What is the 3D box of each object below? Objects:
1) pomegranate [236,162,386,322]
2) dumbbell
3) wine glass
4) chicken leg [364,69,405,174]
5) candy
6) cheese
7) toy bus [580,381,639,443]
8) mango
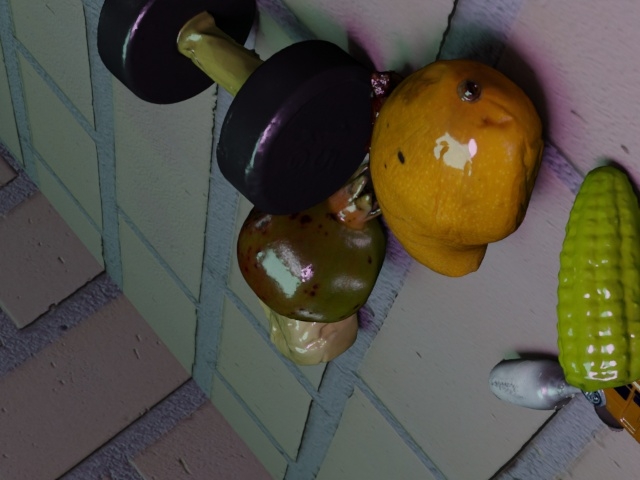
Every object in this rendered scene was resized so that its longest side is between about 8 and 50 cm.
[{"bbox_3d":[0.006,0.009,1.852,0.246,0.198,0.198,-13,113,50],"label":"pomegranate"},{"bbox_3d":[-0.099,-0.197,1.709,0.322,0.204,0.204,42,158,31],"label":"dumbbell"},{"bbox_3d":[0.273,0.171,1.670,0.074,0.074,0.262,58,161,-11],"label":"wine glass"},{"bbox_3d":[0.076,-0.136,1.589,0.048,0.089,0.219,9,149,5],"label":"chicken leg"},{"bbox_3d":[0.266,0.035,1.342,0.097,0.096,0.209,175,94,-68],"label":"candy"},{"bbox_3d":[-0.039,0.077,2.178,0.226,0.117,0.214,29,143,60],"label":"cheese"},{"bbox_3d":[0.345,0.149,1.416,0.201,0.098,0.114,48,158,23],"label":"toy bus"},{"bbox_3d":[0.131,-0.073,1.472,0.187,0.144,0.359,54,164,8],"label":"mango"}]
